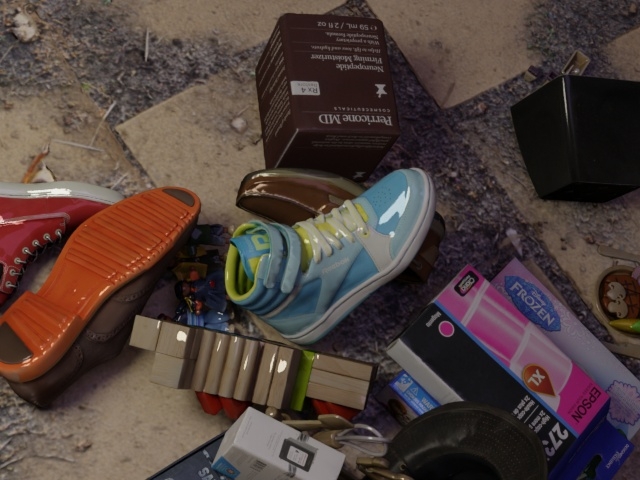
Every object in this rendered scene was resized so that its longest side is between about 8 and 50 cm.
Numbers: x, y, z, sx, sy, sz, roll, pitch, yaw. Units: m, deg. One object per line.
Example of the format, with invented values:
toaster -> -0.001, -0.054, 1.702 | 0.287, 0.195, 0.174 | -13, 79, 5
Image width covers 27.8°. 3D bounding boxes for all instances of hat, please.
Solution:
hat -> 0.186, 0.391, 1.740 | 0.134, 0.331, 0.331 | 47, 52, -38

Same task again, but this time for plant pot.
plant pot -> 0.434, -0.156, 2.095 | 0.188, 0.187, 0.167 | 2, 79, -18

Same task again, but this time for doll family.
doll family -> -0.179, 0.059, 1.835 | 0.111, 0.076, 0.193 | 2, 69, -24

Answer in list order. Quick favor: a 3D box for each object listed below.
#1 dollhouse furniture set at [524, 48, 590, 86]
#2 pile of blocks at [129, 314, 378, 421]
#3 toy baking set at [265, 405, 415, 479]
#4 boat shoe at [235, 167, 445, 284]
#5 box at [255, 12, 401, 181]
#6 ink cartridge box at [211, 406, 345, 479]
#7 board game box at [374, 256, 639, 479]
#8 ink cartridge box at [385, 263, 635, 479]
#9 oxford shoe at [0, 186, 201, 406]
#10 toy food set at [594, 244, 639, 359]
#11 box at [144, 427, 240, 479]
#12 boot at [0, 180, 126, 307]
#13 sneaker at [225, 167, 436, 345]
dollhouse furniture set -> 0.421, -0.307, 2.207 | 0.091, 0.081, 0.114 | 37, 60, 0
pile of blocks -> -0.093, 0.192, 1.780 | 0.362, 0.149, 0.112 | 14, 87, -15
toy baking set -> 0.023, 0.267, 1.698 | 0.197, 0.256, 0.030 | 8, 61, 31
boat shoe -> 0.033, -0.017, 1.918 | 0.324, 0.122, 0.120 | 15, 68, -12
box -> 0.007, -0.215, 1.971 | 0.168, 0.167, 0.203 | 0, 66, -19
ink cartridge box -> -0.040, 0.297, 1.688 | 0.180, 0.104, 0.060 | 28, 56, -8
board game box -> 0.298, 0.237, 1.921 | 0.319, 0.066, 0.318 | 45, 60, 5
ink cartridge box -> 0.285, 0.221, 1.852 | 0.371, 0.069, 0.176 | 44, 61, 2
oxford shoe -> -0.293, 0.070, 1.754 | 0.130, 0.133, 0.364 | 30, 64, 33
toy food set -> 0.503, 0.094, 2.074 | 0.132, 0.038, 0.192 | 12, 63, -14
box -> -0.115, 0.383, 1.714 | 0.183, 0.059, 0.232 | -27, 77, -29
boot -> -0.385, 0.010, 1.781 | 0.244, 0.088, 0.176 | 0, 67, -11
sneaker -> 0.000, 0.000, 1.766 | 0.208, 0.319, 0.127 | 29, 20, -41
